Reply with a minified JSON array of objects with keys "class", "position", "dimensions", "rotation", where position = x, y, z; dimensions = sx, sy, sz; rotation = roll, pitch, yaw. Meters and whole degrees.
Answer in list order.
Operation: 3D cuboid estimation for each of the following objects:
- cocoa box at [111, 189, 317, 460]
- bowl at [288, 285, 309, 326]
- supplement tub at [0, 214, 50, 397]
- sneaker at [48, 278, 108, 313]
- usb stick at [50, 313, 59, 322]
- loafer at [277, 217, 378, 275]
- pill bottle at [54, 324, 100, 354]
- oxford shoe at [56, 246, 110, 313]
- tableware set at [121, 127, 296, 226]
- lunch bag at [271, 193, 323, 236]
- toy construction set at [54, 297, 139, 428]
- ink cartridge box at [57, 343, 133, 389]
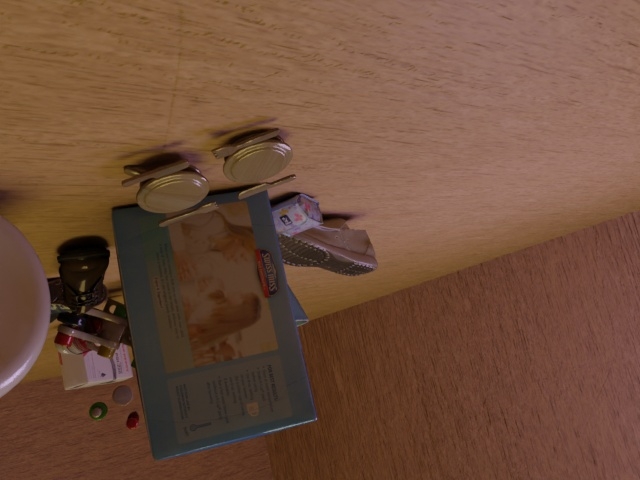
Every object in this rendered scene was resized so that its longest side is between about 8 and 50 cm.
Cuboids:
[{"class":"cocoa box","position":[-0.167,0.127,1.003],"dimensions":[0.231,0.347,0.228],"rotation":[-10,168,-15]},{"class":"bowl","position":[-0.195,0.145,1.541],"dimensions":[0.311,0.163,0.311],"rotation":[-14,168,-3]},{"class":"supplement tub","position":[-0.496,0.105,0.767],"dimensions":[0.331,0.241,0.241],"rotation":[-23,166,36]},{"class":"sneaker","position":[-0.507,0.107,1.253],"dimensions":[0.192,0.064,0.086],"rotation":[-5,173,-37]},{"class":"usb stick","position":[-0.633,0.143,1.297],"dimensions":[0.077,0.045,0.278],"rotation":[-26,164,29]},{"class":"loafer","position":[0.000,0.000,1.265],"dimensions":[0.102,0.092,0.268],"rotation":[-24,149,37]},{"class":"pill bottle","position":[-0.621,0.251,1.750],"dimensions":[0.152,0.086,0.086],"rotation":[-19,168,27]},{"class":"oxford shoe","position":[-0.386,0.067,1.101],"dimensions":[0.082,0.096,0.227],"rotation":[-7,166,-21]},{"class":"tableware set","position":[-0.129,-0.086,0.802],"dimensions":[0.194,0.039,0.128],"rotation":[-20,157,0]},{"class":"lunch bag","position":[-0.046,-0.041,1.088],"dimensions":[0.071,0.053,0.083],"rotation":[-20,158,23]},{"class":"toy construction set","position":[-0.432,0.244,1.461],"dimensions":[0.257,0.309,0.237],"rotation":[-3,171,-14]},{"class":"ink cartridge box","position":[-0.672,0.352,1.999],"dimensions":[0.092,0.159,0.218],"rotation":[-17,169,15]}]
